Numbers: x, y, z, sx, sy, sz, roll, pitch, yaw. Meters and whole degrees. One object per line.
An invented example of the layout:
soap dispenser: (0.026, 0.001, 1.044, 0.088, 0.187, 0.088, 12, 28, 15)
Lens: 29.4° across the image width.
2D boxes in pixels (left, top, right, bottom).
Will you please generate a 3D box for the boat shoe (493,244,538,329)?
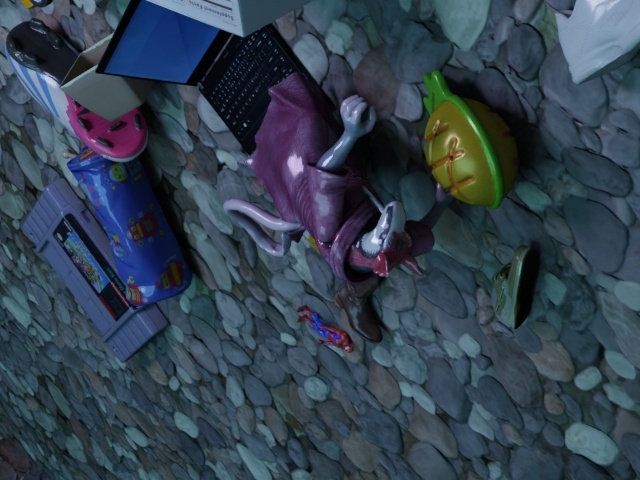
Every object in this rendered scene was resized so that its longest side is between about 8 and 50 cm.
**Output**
boat shoe: (0.237, 0.055, 1.509, 0.045, 0.050, 0.135, 29, 140, 26)

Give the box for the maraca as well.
maraca: (0.164, -0.116, 1.409, 0.127, 0.099, 0.185, 88, 158, -54)

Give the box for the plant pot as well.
plant pot: (-0.318, -0.251, 1.885, 0.109, 0.109, 0.096, -25, 120, 29)

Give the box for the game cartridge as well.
game cartridge: (-0.451, 0.065, 2.410, 0.355, 0.068, 0.230, 54, 152, 2)

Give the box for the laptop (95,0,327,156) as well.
laptop: (-0.156, -0.214, 1.693, 0.264, 0.137, 0.234, 53, 148, 3)

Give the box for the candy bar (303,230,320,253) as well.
candy bar: (0.000, 0.000, 1.776, 0.161, 0.018, 0.040, 46, 145, 31)

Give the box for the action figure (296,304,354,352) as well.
action figure: (0.008, 0.144, 1.912, 0.115, 0.030, 0.038, 30, 135, 30)

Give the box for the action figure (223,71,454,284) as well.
action figure: (0.006, -0.046, 1.483, 0.248, 0.276, 0.370, 39, -168, -35)

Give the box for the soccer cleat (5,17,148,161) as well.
soccer cleat: (-0.396, -0.236, 2.031, 0.331, 0.116, 0.143, 45, 163, 19)

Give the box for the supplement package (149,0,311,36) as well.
supplement package: (-0.100, -0.408, 1.381, 0.198, 0.199, 0.262, 27, 138, 37)

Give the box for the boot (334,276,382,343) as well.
boot: (0.070, 0.085, 1.770, 0.106, 0.037, 0.114, 48, 143, 13)

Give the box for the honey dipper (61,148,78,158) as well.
honey dipper: (-0.425, -0.143, 2.210, 0.161, 0.030, 0.030, 18, 132, 46)

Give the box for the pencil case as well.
pencil case: (-0.328, -0.034, 2.100, 0.133, 0.119, 0.306, 16, 132, 56)

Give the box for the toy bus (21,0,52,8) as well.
toy bus: (-0.343, -0.449, 1.716, 0.333, 0.108, 0.130, -23, 104, 51)

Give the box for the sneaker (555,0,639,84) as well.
sneaker: (0.292, -0.228, 1.163, 0.212, 0.080, 0.094, -32, 81, 59)
